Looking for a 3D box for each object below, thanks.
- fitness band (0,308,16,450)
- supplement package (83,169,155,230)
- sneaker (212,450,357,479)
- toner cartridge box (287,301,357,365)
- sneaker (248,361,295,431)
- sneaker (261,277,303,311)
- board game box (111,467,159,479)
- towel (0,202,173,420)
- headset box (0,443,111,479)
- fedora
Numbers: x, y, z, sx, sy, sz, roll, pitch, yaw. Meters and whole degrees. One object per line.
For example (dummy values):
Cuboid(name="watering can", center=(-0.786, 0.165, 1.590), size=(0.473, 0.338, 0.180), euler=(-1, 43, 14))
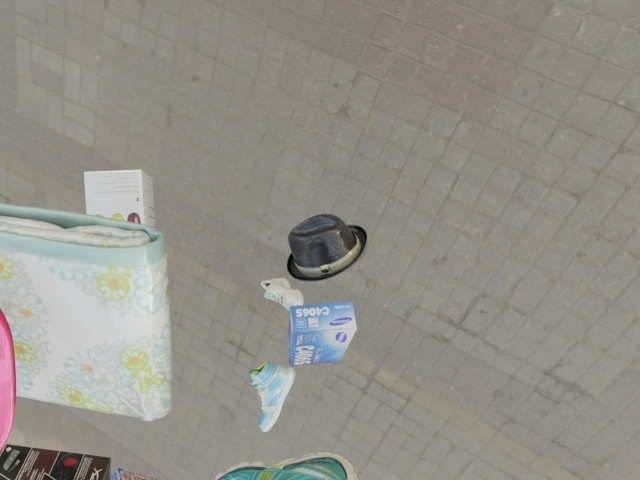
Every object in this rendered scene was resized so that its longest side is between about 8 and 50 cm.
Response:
Cuboid(name="fitness band", center=(-0.490, 0.180, 0.512), size=(0.054, 0.209, 0.290), euler=(23, 111, 52))
Cuboid(name="supplement package", center=(-0.504, -0.047, 1.100), size=(0.139, 0.134, 0.244), euler=(-5, 89, -10))
Cuboid(name="sneaker", center=(-0.081, 0.383, 0.624), size=(0.275, 0.110, 0.107), euler=(-25, 85, 12))
Cuboid(name="toner cartridge box", center=(-0.007, 0.273, 1.214), size=(0.165, 0.075, 0.347), euler=(-4, 152, -7))
Cuboid(name="sneaker", center=(-0.271, 0.724, 2.039), size=(0.208, 0.127, 0.318), euler=(26, 80, -12))
Cuboid(name="sneaker", center=(-0.126, 0.175, 1.345), size=(0.094, 0.212, 0.080), euler=(7, 100, -28))
Cuboid(name="board game box", center=(-0.541, 0.788, 1.333), size=(0.201, 0.035, 0.136), euler=(43, 168, -35))
Cuboid(name="towel", center=(-0.406, 0.107, 0.645), size=(0.375, 0.090, 0.320), euler=(9, 119, 4))
Cuboid(name="headset box", center=(-0.572, 0.488, 0.823), size=(0.293, 0.110, 0.218), euler=(14, 131, -11))
Cuboid(name="fedora", center=(0.000, 0.000, 1.594), size=(0.334, 0.334, 0.152), euler=(-10, 127, 27))
